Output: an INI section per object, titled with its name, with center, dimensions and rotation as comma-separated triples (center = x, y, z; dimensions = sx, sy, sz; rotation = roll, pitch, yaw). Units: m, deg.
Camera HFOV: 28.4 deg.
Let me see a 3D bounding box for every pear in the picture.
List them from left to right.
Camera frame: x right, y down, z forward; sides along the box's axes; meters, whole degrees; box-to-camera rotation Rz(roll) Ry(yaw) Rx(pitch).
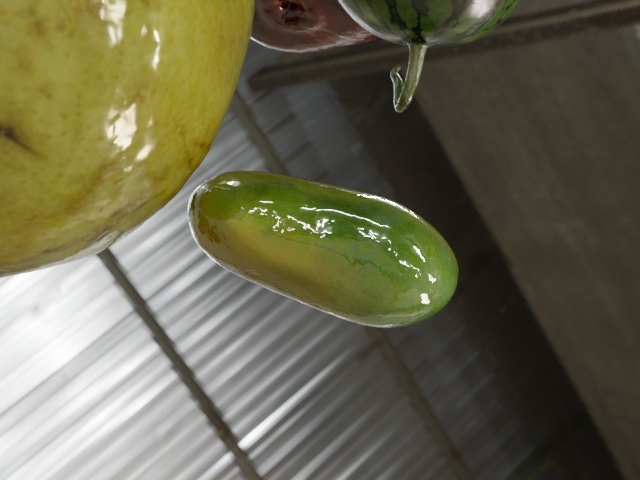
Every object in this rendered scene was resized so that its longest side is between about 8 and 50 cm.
[pear]
center = -0.173, -0.145, 0.648
dimensions = 0.304, 0.304, 0.304
rotation = 41, -25, 23

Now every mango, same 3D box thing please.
[mango]
center = 0.001, 0.000, 0.821
dimensions = 0.191, 0.085, 0.122
rotation = 23, 4, -18

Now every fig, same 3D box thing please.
[fig]
center = 0.011, -0.284, 1.066
dimensions = 0.186, 0.249, 0.204
rotation = 31, -30, -30

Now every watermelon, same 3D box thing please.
[watermelon]
center = 0.069, -0.174, 0.801
dimensions = 0.141, 0.141, 0.187
rotation = 8, -85, 59
